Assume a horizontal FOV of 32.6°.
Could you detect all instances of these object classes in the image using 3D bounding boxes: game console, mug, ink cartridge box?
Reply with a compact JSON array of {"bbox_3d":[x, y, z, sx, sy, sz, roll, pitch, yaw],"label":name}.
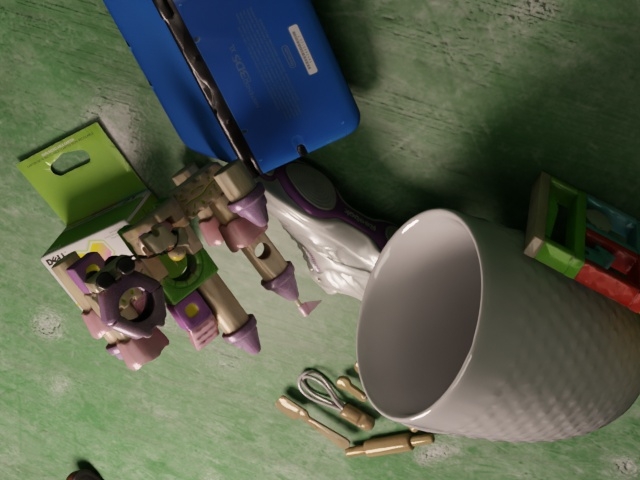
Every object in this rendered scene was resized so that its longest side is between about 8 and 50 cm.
[{"bbox_3d":[-0.121,-0.247,1.439,0.250,0.173,0.293,-24,126,4],"label":"game console"},{"bbox_3d":[0.232,0.156,1.474,0.328,0.276,0.374,16,137,-28],"label":"mug"},{"bbox_3d":[-0.345,-0.025,1.668,0.188,0.097,0.255,-21,116,30],"label":"ink cartridge box"}]

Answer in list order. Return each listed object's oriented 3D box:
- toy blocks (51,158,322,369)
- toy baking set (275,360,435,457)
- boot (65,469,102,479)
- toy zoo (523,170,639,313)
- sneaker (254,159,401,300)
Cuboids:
[{"bbox_3d":[-0.164,0.069,1.484,0.260,0.288,0.309,57,161,-15],"label":"toy blocks"},{"bbox_3d":[0.063,0.277,1.790,0.256,0.030,0.197,-19,113,29],"label":"toy baking set"},{"bbox_3d":[-0.539,0.531,2.159,0.280,0.096,0.264,7,134,23],"label":"boot"},{"bbox_3d":[0.398,0.028,1.390,0.293,0.192,0.030,28,122,-1],"label":"toy zoo"},{"bbox_3d":[0.000,0.000,1.555,0.305,0.114,0.152,35,126,-8],"label":"sneaker"}]
